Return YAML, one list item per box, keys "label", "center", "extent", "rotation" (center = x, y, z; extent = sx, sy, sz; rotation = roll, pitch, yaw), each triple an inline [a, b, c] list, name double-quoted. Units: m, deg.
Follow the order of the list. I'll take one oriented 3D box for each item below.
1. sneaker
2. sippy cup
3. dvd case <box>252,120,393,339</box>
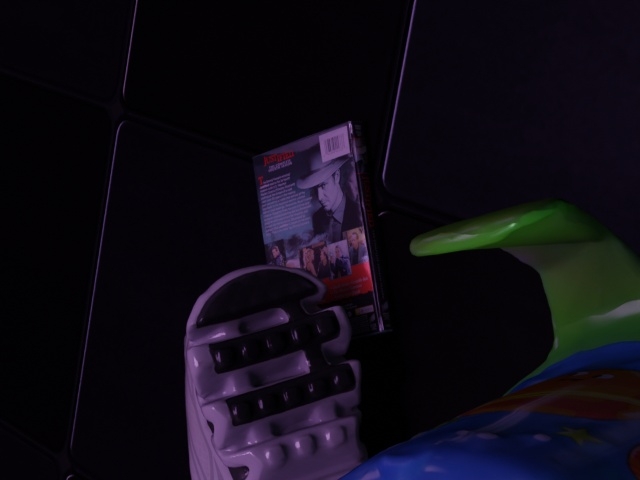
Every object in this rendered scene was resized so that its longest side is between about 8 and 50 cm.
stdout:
- label: "sneaker"
  center: [-0.016, 0.161, 0.867]
  extent: [0.118, 0.110, 0.292]
  rotation: [159, 102, -68]
- label: "sippy cup"
  center: [0.099, 0.154, 0.609]
  extent: [0.305, 0.224, 0.240]
  rotation: [48, 115, 25]
- label: "dvd case"
  center: [0.000, 0.000, 0.899]
  extent: [0.087, 0.013, 0.119]
  rotation: [-18, 79, 46]
